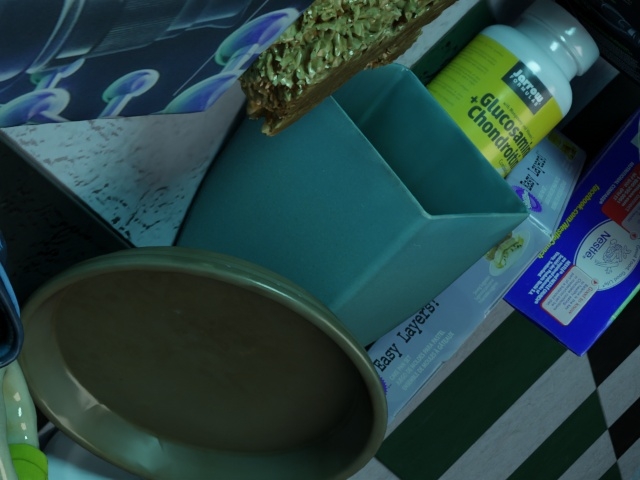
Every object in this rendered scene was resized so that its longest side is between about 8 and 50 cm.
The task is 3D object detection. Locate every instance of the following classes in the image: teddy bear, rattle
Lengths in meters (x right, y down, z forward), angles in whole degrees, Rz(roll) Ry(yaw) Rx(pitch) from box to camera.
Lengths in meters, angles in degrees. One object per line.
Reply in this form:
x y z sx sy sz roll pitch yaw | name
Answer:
0.066 -0.207 0.868 0.338 0.113 0.245 -37 176 -5 | teddy bear
-0.264 0.118 0.900 0.200 0.142 0.130 78 17 -64 | rattle

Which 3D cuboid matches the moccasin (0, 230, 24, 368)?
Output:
-0.224 -0.032 0.670 0.138 0.117 0.342 -44 156 -5 | moccasin

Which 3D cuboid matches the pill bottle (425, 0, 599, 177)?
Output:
0.147 -0.117 1.144 0.184 0.103 0.103 -45 156 -1 | pill bottle

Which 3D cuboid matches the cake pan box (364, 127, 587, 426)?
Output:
0.137 0.029 1.273 0.267 0.070 0.246 -53 176 29 | cake pan box

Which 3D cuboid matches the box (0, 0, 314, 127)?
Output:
-0.130 -0.188 0.378 0.395 0.212 0.293 -13 159 -50 | box

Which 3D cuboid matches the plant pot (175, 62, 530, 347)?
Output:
0.000 0.000 1.031 0.234 0.165 0.165 -48 157 25 | plant pot

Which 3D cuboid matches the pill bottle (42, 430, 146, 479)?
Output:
-0.183 0.255 1.167 0.124 0.124 0.221 -30 150 -30 | pill bottle

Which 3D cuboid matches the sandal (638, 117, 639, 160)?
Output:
0.339 -0.111 1.158 0.169 0.102 0.416 -20 136 -16 | sandal

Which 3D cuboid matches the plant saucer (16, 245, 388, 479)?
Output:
-0.086 0.097 0.974 0.278 0.277 0.041 103 2 -49 | plant saucer

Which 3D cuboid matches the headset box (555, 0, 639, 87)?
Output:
0.305 -0.291 1.093 0.246 0.131 0.283 -45 156 0 | headset box

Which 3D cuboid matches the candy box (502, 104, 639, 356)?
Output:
0.316 -0.023 1.436 0.268 0.122 0.317 -51 174 8 | candy box
